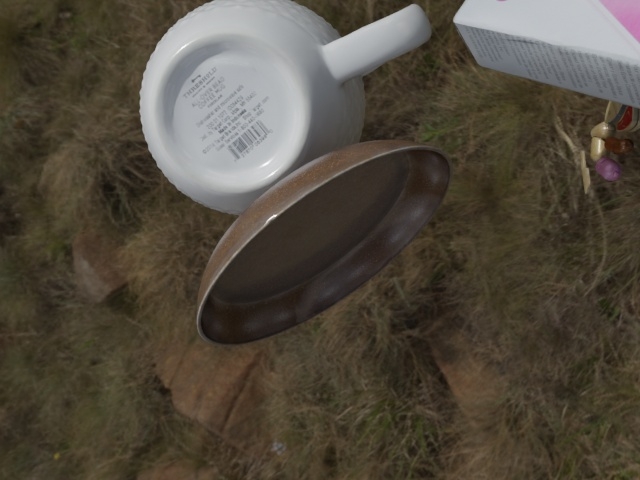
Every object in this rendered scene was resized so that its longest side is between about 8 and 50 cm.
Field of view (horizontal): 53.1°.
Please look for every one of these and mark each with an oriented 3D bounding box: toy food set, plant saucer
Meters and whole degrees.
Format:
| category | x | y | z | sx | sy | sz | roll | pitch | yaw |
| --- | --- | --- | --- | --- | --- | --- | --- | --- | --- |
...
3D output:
| category | x | y | z | sx | sy | sz | roll | pitch | yaw |
| --- | --- | --- | --- | --- | --- | --- | --- | --- | --- |
| toy food set | 0.298 | -0.102 | 0.645 | 0.019 | 0.122 | 0.078 | 6 | 60 | 0 |
| plant saucer | 0.000 | 0.000 | 0.670 | 0.310 | 0.310 | 0.050 | -47 | 67 | 26 |

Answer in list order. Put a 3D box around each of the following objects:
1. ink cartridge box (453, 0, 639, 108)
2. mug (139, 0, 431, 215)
| category | x | y | z | sx | sy | sz | roll | pitch | yaw |
| --- | --- | --- | --- | --- | --- | --- | --- | --- | --- |
| ink cartridge box | 0.300 | -0.223 | 0.396 | 0.330 | 0.071 | 0.324 | 32 | 88 | 44 |
| mug | -0.039 | -0.188 | 0.798 | 0.374 | 0.328 | 0.276 | -25 | 101 | 9 |
